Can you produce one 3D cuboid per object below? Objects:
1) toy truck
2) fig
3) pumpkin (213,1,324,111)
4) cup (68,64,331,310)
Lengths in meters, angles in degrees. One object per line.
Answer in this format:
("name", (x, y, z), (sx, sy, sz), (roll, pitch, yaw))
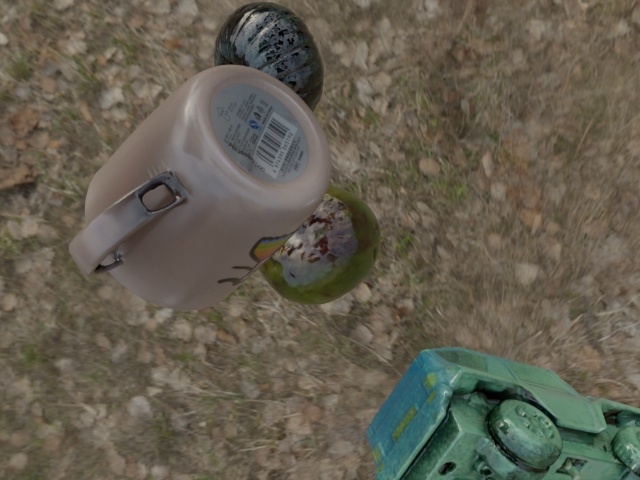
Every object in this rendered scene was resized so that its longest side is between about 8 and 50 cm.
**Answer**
("toy truck", (0.190, 0.201, 0.901), (0.155, 0.279, 0.156), (-60, 32, 25))
("fig", (0.000, 0.000, 1.421), (0.181, 0.191, 0.181), (6, 97, 51))
("pumpkin", (-0.077, -0.267, 1.481), (0.140, 0.202, 0.202), (-30, 74, -31))
("cup", (-0.126, -0.046, 0.945), (0.200, 0.253, 0.191), (-39, 83, 44))
